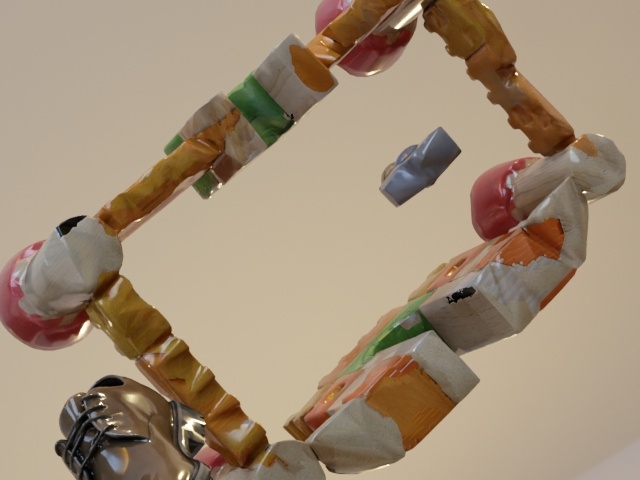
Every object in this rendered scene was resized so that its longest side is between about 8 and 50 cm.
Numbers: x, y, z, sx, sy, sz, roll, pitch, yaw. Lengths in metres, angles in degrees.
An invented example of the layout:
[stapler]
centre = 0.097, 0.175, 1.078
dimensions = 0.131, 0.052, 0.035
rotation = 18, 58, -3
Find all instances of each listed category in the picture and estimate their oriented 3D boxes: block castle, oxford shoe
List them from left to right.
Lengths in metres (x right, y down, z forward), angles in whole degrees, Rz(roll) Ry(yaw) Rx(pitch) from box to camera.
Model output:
[oxford shoe]
centre = -0.123, 0.142, 0.900
dimensions = 0.096, 0.227, 0.083
rotation = 34, -87, -15
[block castle]
centre = 0.000, 0.000, 1.184
dimensions = 0.303, 0.213, 0.453
rotation = 48, -115, -3
